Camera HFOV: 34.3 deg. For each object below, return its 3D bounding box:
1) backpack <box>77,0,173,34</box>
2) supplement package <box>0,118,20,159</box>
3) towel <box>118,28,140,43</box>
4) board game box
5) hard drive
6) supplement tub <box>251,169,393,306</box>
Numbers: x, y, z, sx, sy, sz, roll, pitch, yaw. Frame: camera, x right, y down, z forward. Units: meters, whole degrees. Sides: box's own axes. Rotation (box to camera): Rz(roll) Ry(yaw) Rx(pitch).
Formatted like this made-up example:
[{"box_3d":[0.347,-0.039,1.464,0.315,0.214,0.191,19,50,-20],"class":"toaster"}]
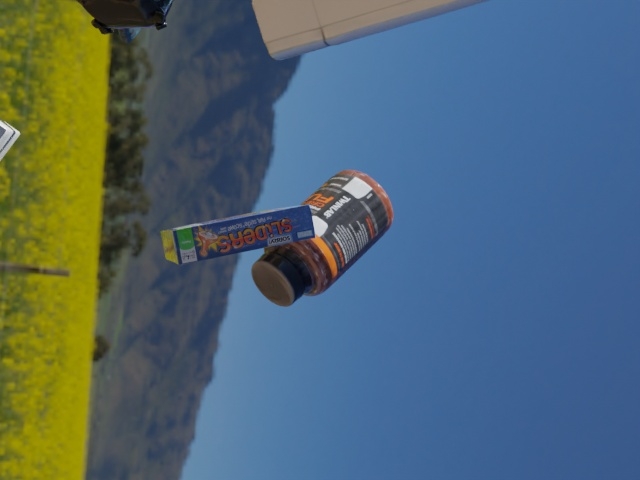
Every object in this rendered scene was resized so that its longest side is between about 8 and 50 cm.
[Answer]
[{"box_3d":[-0.180,-0.270,1.008,0.084,0.105,0.114,54,53,-41],"class":"backpack"},{"box_3d":[-0.339,-0.085,0.902,0.105,0.105,0.179,-55,-167,-3],"class":"supplement package"},{"box_3d":[-0.253,-0.499,1.497,0.271,0.040,0.370,-58,163,-25],"class":"towel"},{"box_3d":[-0.092,-0.007,1.074,0.201,0.136,0.035,-176,-105,-79],"class":"board game box"},{"box_3d":[0.151,-0.194,0.641,0.233,0.353,0.047,-63,136,-69],"class":"hard drive"},{"box_3d":[0.000,0.000,1.328,0.198,0.106,0.106,-43,165,-35],"class":"supplement tub"}]
